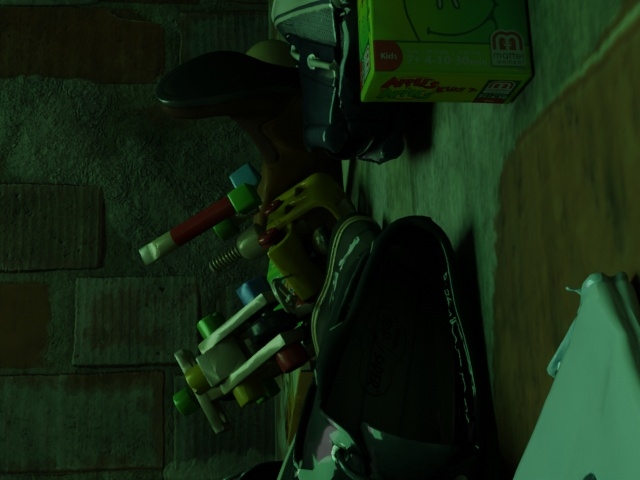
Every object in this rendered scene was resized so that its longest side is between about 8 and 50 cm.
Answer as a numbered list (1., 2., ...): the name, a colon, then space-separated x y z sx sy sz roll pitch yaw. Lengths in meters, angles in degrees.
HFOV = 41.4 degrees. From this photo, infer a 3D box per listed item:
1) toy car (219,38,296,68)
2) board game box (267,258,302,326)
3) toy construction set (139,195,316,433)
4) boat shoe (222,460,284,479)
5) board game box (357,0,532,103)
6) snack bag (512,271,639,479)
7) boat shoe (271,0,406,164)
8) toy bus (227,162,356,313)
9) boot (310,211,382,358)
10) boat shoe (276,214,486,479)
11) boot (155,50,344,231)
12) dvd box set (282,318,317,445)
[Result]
1. toy car: -0.059 -0.224 1.186 0.149 0.188 0.155 98 170 -49
2. board game box: -0.032 0.005 1.268 0.124 0.039 0.259 -12 64 57
3. toy construction set: -0.123 0.123 1.066 0.308 0.237 0.257 58 -169 -13
4. boat shoe: -0.037 0.359 1.090 0.500 0.187 0.156 152 120 -76
5. board game box: 0.068 -0.175 0.509 0.043 0.092 0.181 114 155 -75
6. snack bag: 0.119 0.238 0.338 0.342 0.037 0.323 -94 8 -50
7. boat shoe: 0.012 -0.161 0.826 0.340 0.127 0.158 -130 48 -79
8. toy bus: -0.003 -0.008 1.008 0.202 0.104 0.191 62 -166 26
9. boot: 0.040 0.082 0.876 0.137 0.077 0.197 -128 37 -71
10. boat shoe: 0.046 0.128 0.535 0.113 0.127 0.340 107 180 -55
11. boot: -0.078 -0.107 1.083 0.096 0.264 0.280 48 145 36
12. dvd box set: -0.028 0.144 1.481 0.420 0.062 0.307 100 167 -57
